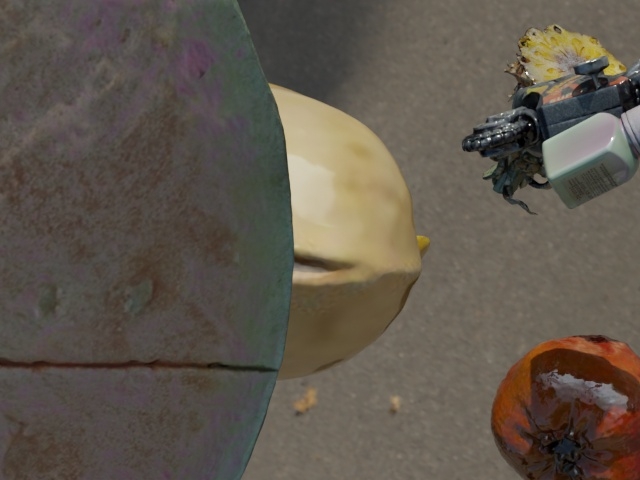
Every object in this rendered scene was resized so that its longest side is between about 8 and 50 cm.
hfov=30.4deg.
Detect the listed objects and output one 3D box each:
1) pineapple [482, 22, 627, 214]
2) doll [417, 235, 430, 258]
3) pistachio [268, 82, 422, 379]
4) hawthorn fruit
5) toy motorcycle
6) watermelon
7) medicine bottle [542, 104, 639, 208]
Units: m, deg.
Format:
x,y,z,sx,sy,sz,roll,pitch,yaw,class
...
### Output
x,y,z,sx,sy,sz,roll,pitch,yaw,class
0.386,-0.185,2.023,0.272,0.262,0.262,121,154,-44,pineapple
-0.012,0.016,1.502,0.269,0.166,0.162,7,81,22,doll
-0.079,-0.009,0.847,0.230,0.308,0.230,12,-90,-86,pistachio
0.322,0.197,1.428,0.207,0.207,0.243,-35,8,33,hawthorn fruit
0.318,-0.156,1.367,0.307,0.173,0.108,-14,97,26,toy motorcycle
-0.171,0.026,0.499,0.292,0.319,0.222,-42,43,-19,watermelon
0.290,-0.091,1.205,0.118,0.055,0.074,-29,28,22,medicine bottle
